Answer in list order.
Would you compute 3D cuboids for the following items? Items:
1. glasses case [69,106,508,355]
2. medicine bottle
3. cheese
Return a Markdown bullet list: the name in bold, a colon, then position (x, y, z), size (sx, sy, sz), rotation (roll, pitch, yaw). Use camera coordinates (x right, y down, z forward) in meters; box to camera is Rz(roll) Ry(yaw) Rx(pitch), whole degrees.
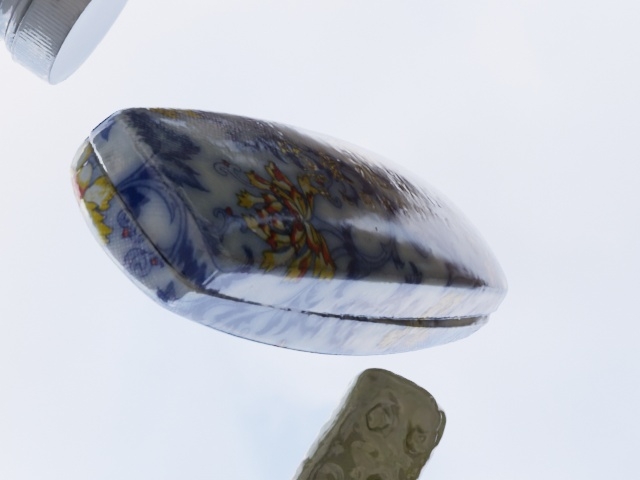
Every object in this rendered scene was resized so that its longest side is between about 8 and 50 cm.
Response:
- **glasses case**: position (0.000, 0.000, 0.612), size (0.087, 0.065, 0.248), rotation (56, -158, 21)
- **medicine bottle**: position (-0.198, -0.174, 0.849), size (0.186, 0.103, 0.103), rotation (35, -121, 0)
- **cheese**: position (0.003, 0.154, 0.816), size (0.065, 0.043, 0.194), rotation (29, -117, 10)
